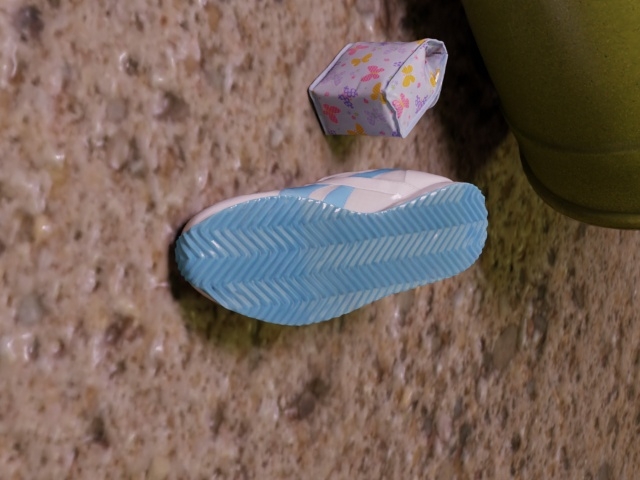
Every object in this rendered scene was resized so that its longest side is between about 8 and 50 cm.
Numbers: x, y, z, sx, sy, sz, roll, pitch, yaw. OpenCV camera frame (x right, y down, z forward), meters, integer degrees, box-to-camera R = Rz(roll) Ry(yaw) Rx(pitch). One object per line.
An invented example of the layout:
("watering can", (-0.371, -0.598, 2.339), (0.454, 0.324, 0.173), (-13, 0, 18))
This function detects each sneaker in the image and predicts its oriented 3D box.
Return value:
("sneaker", (0.000, 0.000, 0.896), (0.228, 0.092, 0.088), (-7, 104, -34))

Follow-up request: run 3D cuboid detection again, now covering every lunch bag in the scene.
("lunch bag", (0.045, -0.112, 0.947), (0.083, 0.071, 0.053), (-55, 134, -35))

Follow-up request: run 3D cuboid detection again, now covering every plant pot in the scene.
("plant pot", (0.238, -0.261, 0.995), (0.353, 0.366, 0.366), (53, 53, -30))
